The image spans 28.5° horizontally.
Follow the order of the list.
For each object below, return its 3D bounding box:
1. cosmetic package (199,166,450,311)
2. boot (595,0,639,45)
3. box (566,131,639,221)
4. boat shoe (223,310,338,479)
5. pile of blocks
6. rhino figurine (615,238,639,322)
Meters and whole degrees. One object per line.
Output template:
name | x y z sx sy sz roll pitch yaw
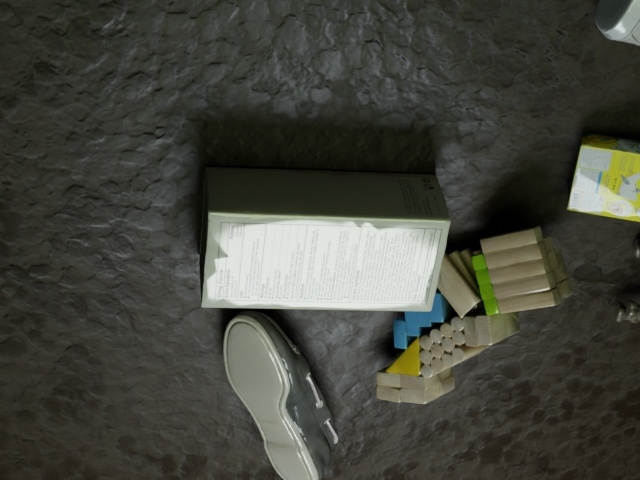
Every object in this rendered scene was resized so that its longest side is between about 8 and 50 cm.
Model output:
cosmetic package | 0.000 0.000 1.641 0.309 0.113 0.160 3 126 -9
boot | 0.437 -0.334 1.469 0.123 0.095 0.258 11 133 -22
box | 0.422 -0.077 1.649 0.179 0.043 0.105 11 125 8
boat shoe | -0.053 0.216 1.824 0.112 0.095 0.335 8 131 33
pile of blocks | 0.209 0.096 1.763 0.362 0.149 0.112 -44 164 33
rhino figurine | 0.492 0.022 1.745 0.106 0.073 0.243 6 118 -6
